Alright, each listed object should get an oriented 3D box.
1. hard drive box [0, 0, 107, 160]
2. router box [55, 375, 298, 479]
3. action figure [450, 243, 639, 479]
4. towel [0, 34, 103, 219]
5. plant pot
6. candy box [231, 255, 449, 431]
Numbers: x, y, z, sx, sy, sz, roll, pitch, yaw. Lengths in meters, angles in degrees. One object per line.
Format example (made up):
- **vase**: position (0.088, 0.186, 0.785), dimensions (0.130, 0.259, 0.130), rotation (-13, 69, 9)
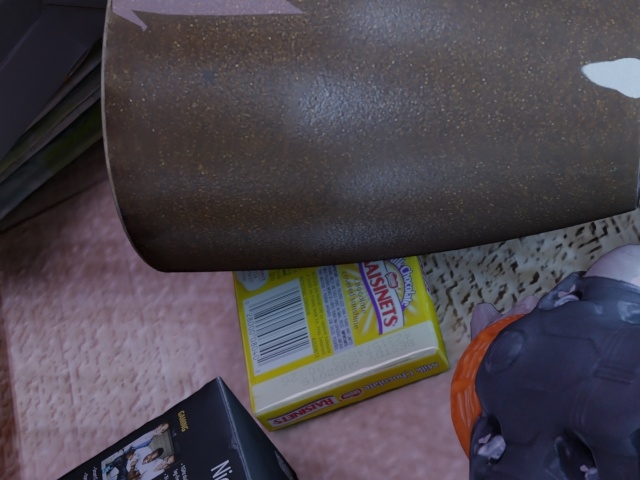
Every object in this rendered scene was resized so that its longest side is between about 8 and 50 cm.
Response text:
- **hard drive box**: position (-0.269, -0.129, 0.835), dimensions (0.232, 0.089, 0.181), rotation (26, 74, 39)
- **router box**: position (-0.098, 0.221, 0.544), dimensions (0.243, 0.081, 0.309), rotation (-32, 29, 4)
- **action figure**: position (0.170, 0.029, 0.492), dimensions (0.330, 0.179, 0.341), rotation (-15, 44, 58)
- **towel**: position (-0.227, -0.193, 0.969), dimensions (0.320, 0.090, 0.374), rotation (-38, 48, -3)
- **plant pot**: position (0.043, -0.080, 0.652), dimensions (0.231, 0.215, 0.215), rotation (6, 59, 14)
- **candy box**: position (0.000, 0.000, 0.748), dimensions (0.105, 0.027, 0.205), rotation (-19, 50, 11)
